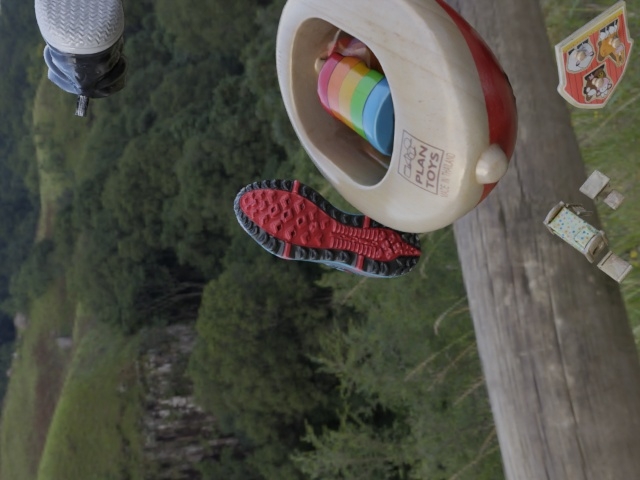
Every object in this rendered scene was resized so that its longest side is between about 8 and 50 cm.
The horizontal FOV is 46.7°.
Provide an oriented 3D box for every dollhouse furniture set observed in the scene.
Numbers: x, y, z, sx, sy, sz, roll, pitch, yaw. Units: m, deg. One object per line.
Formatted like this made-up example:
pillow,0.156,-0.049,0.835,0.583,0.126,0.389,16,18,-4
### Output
dollhouse furniture set,0.584,-0.037,1.513,0.182,0.101,0.161,42,98,30

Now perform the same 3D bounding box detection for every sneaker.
sneaker,0.000,0.000,1.032,0.125,0.261,0.104,139,150,-73
sneaker,-0.261,-0.266,0.833,0.153,0.101,0.269,112,159,-52

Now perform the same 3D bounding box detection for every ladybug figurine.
ladybug figurine,0.095,-0.185,0.940,0.449,0.161,0.305,48,144,44

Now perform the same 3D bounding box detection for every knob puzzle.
knob puzzle,0.548,-0.340,1.454,0.030,0.213,0.213,43,137,50
